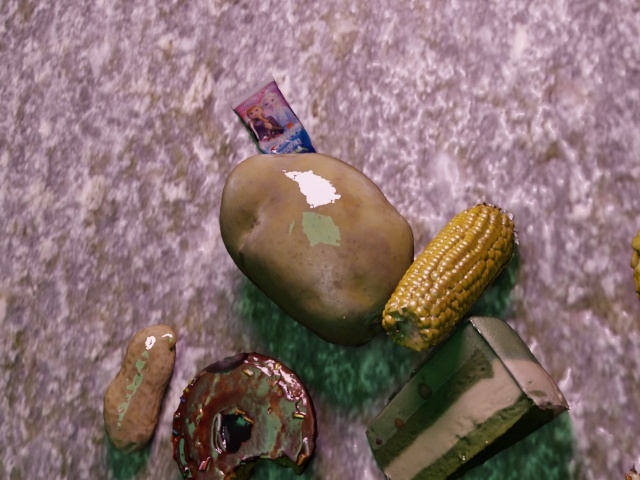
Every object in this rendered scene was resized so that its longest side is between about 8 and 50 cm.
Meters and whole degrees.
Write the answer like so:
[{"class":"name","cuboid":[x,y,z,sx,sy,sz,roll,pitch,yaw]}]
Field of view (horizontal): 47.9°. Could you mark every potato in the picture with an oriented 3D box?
[{"class":"potato","cuboid":[0.000,0.000,1.104,0.326,0.221,0.243,36,95,19]}]

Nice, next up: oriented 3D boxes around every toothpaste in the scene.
[{"class":"toothpaste","cuboid":[-0.070,-0.185,1.283,0.096,0.061,0.266,-34,61,3]}]

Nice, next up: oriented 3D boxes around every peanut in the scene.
[{"class":"peanut","cuboid":[-0.296,0.238,1.178,0.099,0.099,0.214,16,79,19]}]

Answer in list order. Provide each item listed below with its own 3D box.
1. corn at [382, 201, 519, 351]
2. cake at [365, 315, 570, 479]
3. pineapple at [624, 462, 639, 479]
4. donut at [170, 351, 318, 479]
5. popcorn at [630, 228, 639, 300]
[{"class":"corn","cuboid":[0.192,0.041,1.038,0.115,0.115,0.318,28,42,21]},{"class":"cake","cuboid":[0.219,0.252,1.062,0.283,0.172,0.158,-52,56,30]},{"class":"pineapple","cuboid":[0.482,0.370,0.902,0.114,0.236,0.186,-32,107,8]},{"class":"donut","cuboid":[-0.115,0.288,1.112,0.230,0.096,0.216,-38,65,1]},{"class":"popcorn","cuboid":[0.570,0.018,0.982,0.286,0.174,0.225,-8,63,11]}]
